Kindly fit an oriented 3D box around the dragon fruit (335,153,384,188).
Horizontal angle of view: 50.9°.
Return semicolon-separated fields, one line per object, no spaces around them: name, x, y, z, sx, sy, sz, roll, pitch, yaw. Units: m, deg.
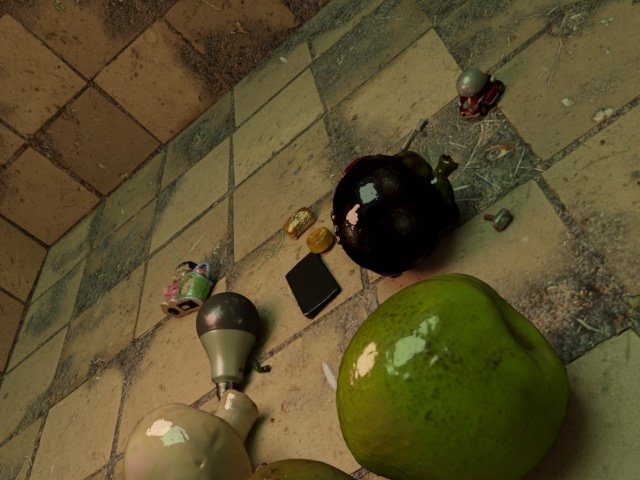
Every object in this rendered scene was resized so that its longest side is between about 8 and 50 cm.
dragon fruit;0.140;-0.153;1.857;0.209;0.172;0.172;-4;50;31

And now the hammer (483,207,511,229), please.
hammer;0.403;-0.052;1.555;0.052;0.031;0.083;-49;20;-7

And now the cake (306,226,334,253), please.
cake;0.000;0.000;1.973;0.084;0.044;0.084;-26;30;17

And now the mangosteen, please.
mangosteen;0.179;-0.062;1.628;0.297;0.313;0.297;180;90;-68

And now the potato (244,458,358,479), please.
potato;-0.084;0.590;1.172;0.385;0.319;0.442;-23;36;34

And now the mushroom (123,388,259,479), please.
mushroom;-0.286;0.500;1.545;0.356;0.315;0.315;-55;31;-13

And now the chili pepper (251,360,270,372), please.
chili pepper;-0.166;0.344;1.828;0.083;0.022;0.027;4;91;52

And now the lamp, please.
lamp;-0.250;0.299;1.891;0.182;0.182;0.314;-22;72;37

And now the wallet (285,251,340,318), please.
wallet;-0.027;0.117;1.901;0.124;0.025;0.244;-42;29;5

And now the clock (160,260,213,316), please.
clock;-0.452;0.155;2.327;0.194;0.100;0.195;-21;43;32

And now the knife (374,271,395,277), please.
knife;0.160;0.074;1.724;0.031;0.018;0.121;-55;33;-8

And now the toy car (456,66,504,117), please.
toy car;0.422;-0.415;1.852;0.112;0.112;0.139;6;59;53

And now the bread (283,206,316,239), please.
bread;-0.070;-0.058;2.126;0.106;0.053;0.072;-39;35;5

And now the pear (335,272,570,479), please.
pear;0.203;0.253;1.141;0.391;0.391;0.391;-32;34;25

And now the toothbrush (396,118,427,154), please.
toothbrush;0.235;-0.253;1.996;0.025;0.019;0.276;21;72;49
